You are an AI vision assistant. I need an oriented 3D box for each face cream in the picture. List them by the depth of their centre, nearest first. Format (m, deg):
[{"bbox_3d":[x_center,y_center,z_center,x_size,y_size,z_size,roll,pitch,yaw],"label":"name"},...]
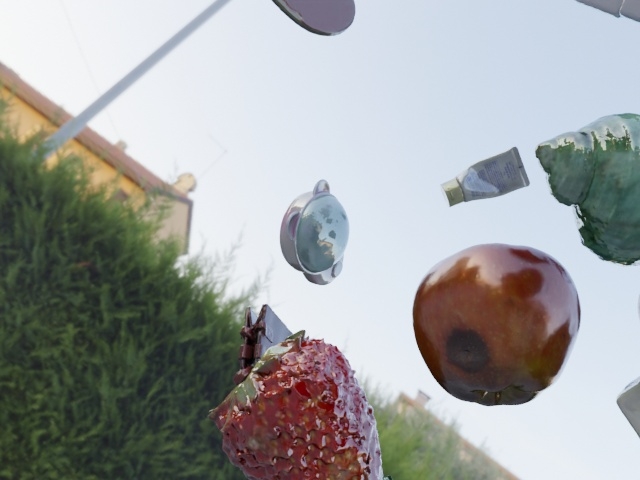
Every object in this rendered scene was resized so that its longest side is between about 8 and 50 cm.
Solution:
[{"bbox_3d":[0.442,-0.160,1.523,0.070,0.224,0.114,-75,143,-80],"label":"face cream"}]

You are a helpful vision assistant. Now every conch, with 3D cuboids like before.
[{"bbox_3d":[0.314,-0.054,0.587,0.122,0.176,0.188,-24,-53,34],"label":"conch"}]

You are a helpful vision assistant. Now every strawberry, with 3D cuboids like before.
[{"bbox_3d":[-0.008,0.348,1.020,0.343,0.292,0.292,42,-19,8],"label":"strawberry"}]

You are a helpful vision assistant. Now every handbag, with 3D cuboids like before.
[{"bbox_3d":[-0.124,0.323,1.405,0.084,0.260,0.275,-7,-31,16],"label":"handbag"}]

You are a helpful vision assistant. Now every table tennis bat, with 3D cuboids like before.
[{"bbox_3d":[-0.047,-0.361,0.725,0.234,0.131,0.022,46,-36,-7],"label":"table tennis bat"}]

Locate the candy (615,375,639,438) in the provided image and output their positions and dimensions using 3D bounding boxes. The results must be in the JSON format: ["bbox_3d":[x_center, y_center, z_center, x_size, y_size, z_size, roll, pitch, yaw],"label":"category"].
[{"bbox_3d":[0.537,0.290,0.643,0.145,0.208,0.359,110,-38,-51],"label":"candy"}]

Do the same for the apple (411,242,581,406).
[{"bbox_3d":[0.246,0.119,0.782,0.230,0.230,0.230,36,-20,15],"label":"apple"}]

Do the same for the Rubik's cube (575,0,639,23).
[{"bbox_3d":[0.672,-0.503,0.892,0.316,0.321,0.319,46,-38,39],"label":"Rubik's cube"}]

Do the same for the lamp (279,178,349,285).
[{"bbox_3d":[0.002,0.001,1.215,0.108,0.179,0.246,20,-35,33],"label":"lamp"}]

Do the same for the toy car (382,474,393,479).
[{"bbox_3d":[0.094,0.518,1.266,0.093,0.058,0.186,-31,-96,32],"label":"toy car"}]

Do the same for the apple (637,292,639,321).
[{"bbox_3d":[0.771,0.144,1.115,0.260,0.260,0.194,14,-77,52],"label":"apple"}]
